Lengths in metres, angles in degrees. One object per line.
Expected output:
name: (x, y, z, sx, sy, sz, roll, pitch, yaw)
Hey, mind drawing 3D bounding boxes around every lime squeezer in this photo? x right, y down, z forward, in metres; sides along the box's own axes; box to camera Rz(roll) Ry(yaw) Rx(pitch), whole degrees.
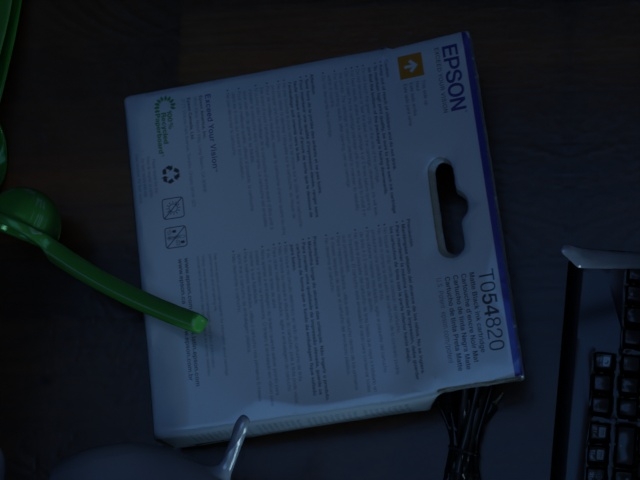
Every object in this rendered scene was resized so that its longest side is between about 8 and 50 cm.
lime squeezer: (-0.176, -0.040, 1.027, 0.110, 0.059, 0.310, -25, 61, -8)

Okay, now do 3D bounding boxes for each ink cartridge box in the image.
ink cartridge box: (0.000, 0.000, 0.993, 0.224, 0.045, 0.223, -9, 73, 11)

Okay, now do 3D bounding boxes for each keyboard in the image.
keyboard: (0.152, 0.161, 0.946, 0.201, 0.033, 0.317, 3, 77, 10)

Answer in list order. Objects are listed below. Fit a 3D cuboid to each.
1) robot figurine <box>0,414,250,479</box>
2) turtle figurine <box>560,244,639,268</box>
robot figurine: (-0.148, 0.246, 0.887, 0.353, 0.200, 0.300, -35, 107, 1)
turtle figurine: (0.286, -0.033, 0.876, 0.266, 0.274, 0.198, 27, 106, 7)
